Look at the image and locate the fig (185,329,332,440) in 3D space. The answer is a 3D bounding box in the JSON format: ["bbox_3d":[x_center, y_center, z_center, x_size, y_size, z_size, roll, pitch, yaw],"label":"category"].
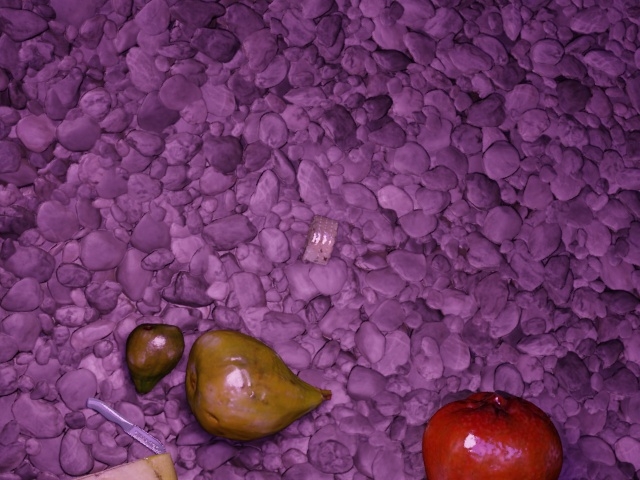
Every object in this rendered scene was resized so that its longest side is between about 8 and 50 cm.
[{"bbox_3d":[-0.127,0.306,1.803,0.314,0.233,0.233,9,77,-1],"label":"fig"}]

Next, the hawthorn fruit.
[{"bbox_3d":[0.348,0.463,1.830,0.295,0.295,0.311,28,99,-2],"label":"hawthorn fruit"}]

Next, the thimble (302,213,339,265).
[{"bbox_3d":[0.000,0.000,1.958,0.062,0.084,0.109,15,74,-6],"label":"thimble"}]

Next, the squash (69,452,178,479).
[{"bbox_3d":[-0.366,0.601,1.717,0.234,0.210,0.308,-16,76,1],"label":"squash"}]

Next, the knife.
[{"bbox_3d":[-0.408,0.397,1.850,0.210,0.015,0.028,34,69,-1],"label":"knife"}]

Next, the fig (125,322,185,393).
[{"bbox_3d":[-0.355,0.252,1.839,0.123,0.123,0.156,8,89,-7],"label":"fig"}]
